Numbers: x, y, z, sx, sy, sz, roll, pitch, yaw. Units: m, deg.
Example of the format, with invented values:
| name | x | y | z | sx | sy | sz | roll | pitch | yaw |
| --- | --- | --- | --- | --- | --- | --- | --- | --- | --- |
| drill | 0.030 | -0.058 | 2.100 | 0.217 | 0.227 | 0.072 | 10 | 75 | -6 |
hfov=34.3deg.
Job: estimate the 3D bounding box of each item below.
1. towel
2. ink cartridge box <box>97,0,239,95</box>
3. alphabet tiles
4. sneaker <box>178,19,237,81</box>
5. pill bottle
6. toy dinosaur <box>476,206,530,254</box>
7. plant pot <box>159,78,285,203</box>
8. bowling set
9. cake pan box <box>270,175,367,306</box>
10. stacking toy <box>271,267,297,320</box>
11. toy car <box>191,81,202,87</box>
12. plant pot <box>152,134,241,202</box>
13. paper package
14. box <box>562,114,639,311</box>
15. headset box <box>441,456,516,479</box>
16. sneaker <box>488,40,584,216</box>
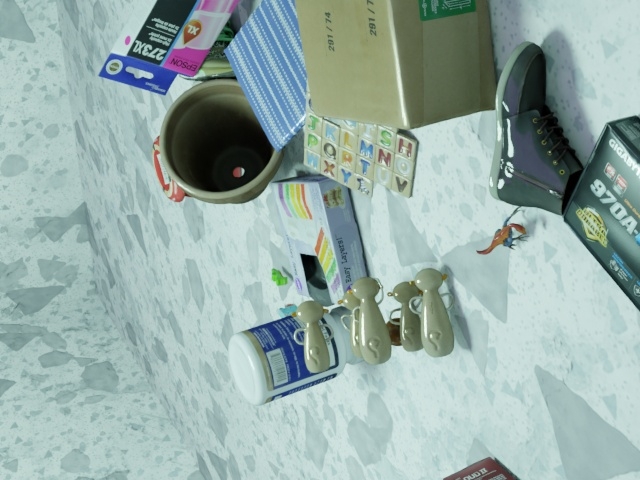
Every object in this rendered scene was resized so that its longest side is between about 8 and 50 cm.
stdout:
| name | x | y | z | sx | sy | sz | roll | pitch | yaw |
| --- | --- | --- | --- | --- | --- | --- | --- | --- | --- |
| towel | -0.038 | -0.349 | 1.876 | 0.336 | 0.040 | 0.243 | -41 | 70 | 45 |
| ink cartridge box | -0.286 | -0.447 | 2.090 | 0.371 | 0.175 | 0.069 | -53 | 50 | 24 |
| alphabet tiles | 0.066 | -0.168 | 1.814 | 0.237 | 0.009 | 0.198 | 29 | 136 | 28 |
| sneaker | -0.251 | -0.449 | 2.283 | 0.410 | 0.158 | 0.182 | 31 | 116 | 51 |
| pill bottle | -0.041 | 0.225 | 2.110 | 0.153 | 0.264 | 0.153 | 44 | 142 | 48 |
| toy dinosaur | 0.273 | -0.004 | 1.517 | 0.047 | 0.090 | 0.082 | 49 | -178 | 14 |
| plant pot | -0.191 | -0.179 | 2.214 | 0.229 | 0.263 | 0.263 | 69 | 175 | -72 |
| bowling set | 0.101 | 0.131 | 1.858 | 0.200 | 0.287 | 0.154 | -31 | -68 | -80 |
| cake pan box | 0.000 | 0.000 | 2.113 | 0.245 | 0.070 | 0.267 | 12 | 117 | 66 |
| stacking toy | -0.052 | 0.183 | 2.380 | 0.221 | 0.052 | 0.167 | 46 | 143 | 49 |
| toy car | -0.236 | -0.273 | 2.366 | 0.182 | 0.136 | 0.159 | 71 | -147 | -60 |
| plant pot | -0.309 | -0.191 | 2.527 | 0.191 | 0.174 | 0.191 | 50 | 149 | 45 |
| paper package | 0.100 | -0.341 | 1.533 | 0.309 | 0.168 | 0.325 | 21 | 124 | 59 |
| box | 0.398 | -0.014 | 1.250 | 0.220 | 0.051 | 0.175 | 58 | 152 | 32 |
| headset box | 0.312 | 0.524 | 1.736 | 0.293 | 0.110 | 0.218 | 39 | 141 | 51 |
| sneaker | 0.298 | -0.146 | 1.371 | 0.118 | 0.083 | 0.222 | 21 | 120 | 38 |
